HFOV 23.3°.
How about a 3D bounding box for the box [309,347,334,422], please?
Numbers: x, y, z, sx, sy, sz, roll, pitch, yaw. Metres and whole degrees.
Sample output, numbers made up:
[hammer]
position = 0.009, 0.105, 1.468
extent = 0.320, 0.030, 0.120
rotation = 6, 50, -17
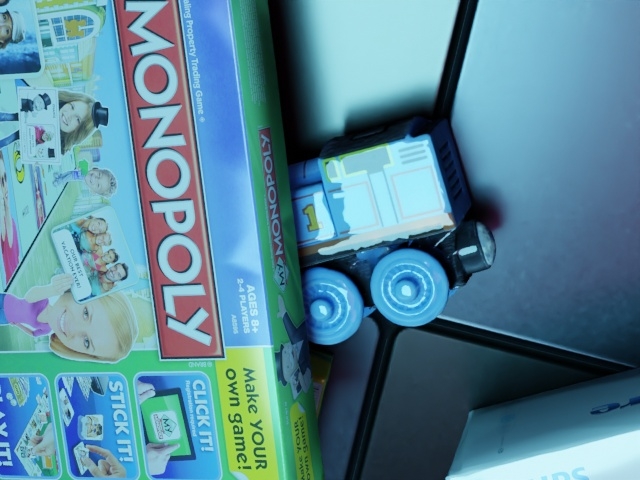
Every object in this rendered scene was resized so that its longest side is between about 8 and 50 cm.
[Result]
[box]
position = -0.090, 0.097, 0.904
extent = 0.179, 0.043, 0.105
rotation = 14, 110, 2

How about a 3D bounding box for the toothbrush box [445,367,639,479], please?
[toothbrush box]
position = 0.215, 0.217, 0.833
extent = 0.216, 0.126, 0.296
rotation = -17, 97, 14

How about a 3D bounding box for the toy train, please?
[toy train]
position = 0.000, 0.000, 0.842
extent = 0.184, 0.080, 0.105
rotation = -14, 97, 17

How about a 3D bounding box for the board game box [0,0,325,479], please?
[board game box]
position = -0.118, -0.022, 0.815
extent = 0.213, 0.046, 0.317
rotation = -3, 99, 26
